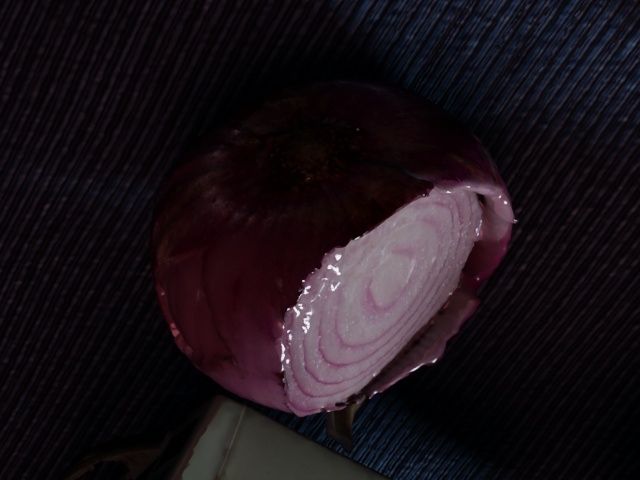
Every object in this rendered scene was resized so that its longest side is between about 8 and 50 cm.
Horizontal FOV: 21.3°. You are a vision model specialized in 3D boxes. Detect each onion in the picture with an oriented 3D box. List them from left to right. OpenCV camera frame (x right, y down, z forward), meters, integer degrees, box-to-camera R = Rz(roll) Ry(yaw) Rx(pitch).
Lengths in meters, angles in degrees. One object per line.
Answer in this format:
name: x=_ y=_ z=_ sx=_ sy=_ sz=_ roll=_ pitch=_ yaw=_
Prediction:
onion: x=-0.004 y=-0.008 z=1.002 sx=0.200 sy=0.200 sz=0.207 roll=39 pitch=97 yaw=-18

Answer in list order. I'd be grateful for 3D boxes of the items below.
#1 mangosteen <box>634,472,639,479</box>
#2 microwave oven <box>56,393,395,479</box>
mangosteen: x=0.335 y=0.215 z=1.046 sx=0.330 sy=0.330 sz=0.330 roll=3 pitch=123 yaw=4
microwave oven: x=-0.059 y=0.315 z=1.097 sx=0.333 sy=0.247 sz=0.394 roll=29 pitch=147 yaw=-10
